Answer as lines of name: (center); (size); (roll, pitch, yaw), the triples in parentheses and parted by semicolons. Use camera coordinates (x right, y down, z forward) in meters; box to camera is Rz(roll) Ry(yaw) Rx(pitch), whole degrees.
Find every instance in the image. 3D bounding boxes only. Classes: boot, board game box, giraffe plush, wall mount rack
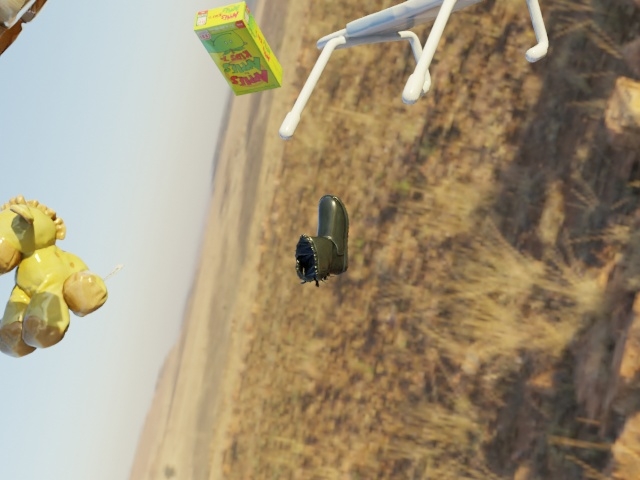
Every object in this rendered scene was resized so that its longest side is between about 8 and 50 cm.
boot: (-0.001, 0.000, 1.275); (0.099, 0.045, 0.121); (-10, -84, -61)
board game box: (-0.142, -0.334, 1.660); (0.181, 0.092, 0.043); (57, -150, -53)
giraffe plush: (-0.382, 0.030, 1.256); (0.181, 0.171, 0.210); (-18, 24, 38)
wall mount rack: (0.111, -0.230, 1.163); (0.350, 0.304, 0.131); (-11, 97, 46)

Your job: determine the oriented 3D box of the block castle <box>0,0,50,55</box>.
block castle: (-0.449, -0.136, 0.814); (0.453, 0.213, 0.303); (-48, 18, 2)
